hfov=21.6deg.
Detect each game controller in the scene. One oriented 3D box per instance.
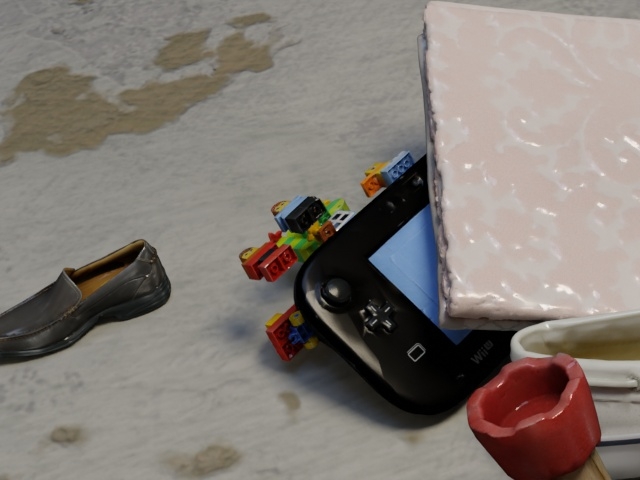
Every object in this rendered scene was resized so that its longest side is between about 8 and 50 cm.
[{"bbox_3d":[0.125,0.006,1.386,0.166,0.067,0.319,40,58,15],"label":"game controller"}]

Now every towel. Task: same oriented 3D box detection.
[{"bbox_3d":[0.241,-0.053,1.372,0.317,0.053,0.331,5,53,-7],"label":"towel"}]

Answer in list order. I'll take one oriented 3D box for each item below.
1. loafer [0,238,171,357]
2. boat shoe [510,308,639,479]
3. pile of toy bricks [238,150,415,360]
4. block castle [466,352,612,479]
[{"bbox_3d":[-0.216,0.047,1.459,0.170,0.061,0.062,-25,42,-14],"label":"loafer"},{"bbox_3d":[0.301,0.059,1.166,0.367,0.156,0.136,-12,18,29],"label":"boat shoe"},{"bbox_3d":[0.000,0.000,1.433,0.212,0.118,0.105,-43,28,-29],"label":"pile of toy bricks"},{"bbox_3d":[0.209,0.203,0.942,0.453,0.212,0.303,0,36,49],"label":"block castle"}]
